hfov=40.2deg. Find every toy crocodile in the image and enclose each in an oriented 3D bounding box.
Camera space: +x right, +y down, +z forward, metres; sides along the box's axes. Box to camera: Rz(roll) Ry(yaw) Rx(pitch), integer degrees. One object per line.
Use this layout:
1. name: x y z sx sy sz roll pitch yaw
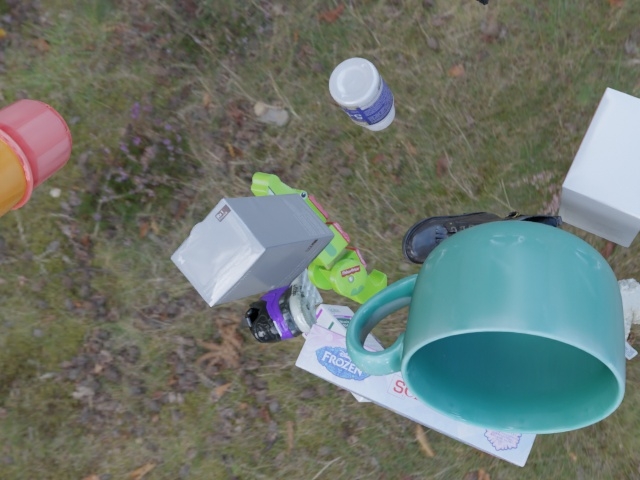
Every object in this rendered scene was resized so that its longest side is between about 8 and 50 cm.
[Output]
1. toy crocodile: 0.000 0.000 1.574 0.105 0.115 0.340 -48 114 -16

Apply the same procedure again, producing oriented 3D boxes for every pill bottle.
1. pill bottle: 0.100 -0.316 1.937 0.112 0.187 0.111 -6 72 20

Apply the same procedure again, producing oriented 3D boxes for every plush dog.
1. plush dog: 0.493 0.185 1.667 0.263 0.225 0.210 8 67 13

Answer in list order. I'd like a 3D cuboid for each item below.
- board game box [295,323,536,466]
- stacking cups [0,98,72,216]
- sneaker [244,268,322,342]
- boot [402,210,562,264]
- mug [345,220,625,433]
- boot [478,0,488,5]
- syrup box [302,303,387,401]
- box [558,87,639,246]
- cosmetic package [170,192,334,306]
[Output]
1. board game box: 0.139 0.227 1.268 0.318 0.318 0.065 23 81 10
2. stacking cups: -0.283 -0.015 0.577 0.096 0.316 0.096 11 126 15
3. sneaker: -0.085 0.131 1.783 0.146 0.293 0.102 -25 100 9
4. boot: 0.318 -0.015 1.748 0.263 0.229 0.091 -18 98 -22
5. mug: 0.108 0.044 0.544 0.158 0.129 0.097 19 54 -8
6. boot: 0.219 -0.319 1.027 0.121 0.045 0.099 41 126 -7
7. syrup box: 0.072 0.249 1.953 0.237 0.093 0.096 47 114 38
8. box: 0.604 -0.136 1.773 0.168 0.345 0.215 24 87 16
9. cosmetic package: -0.092 0.008 1.273 0.107 0.238 0.127 48 113 11
